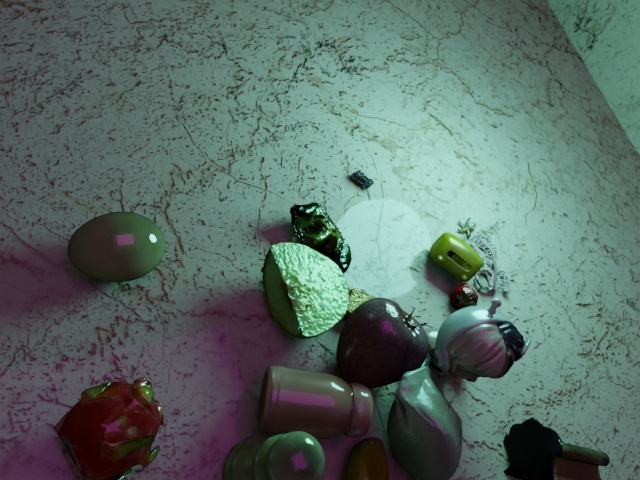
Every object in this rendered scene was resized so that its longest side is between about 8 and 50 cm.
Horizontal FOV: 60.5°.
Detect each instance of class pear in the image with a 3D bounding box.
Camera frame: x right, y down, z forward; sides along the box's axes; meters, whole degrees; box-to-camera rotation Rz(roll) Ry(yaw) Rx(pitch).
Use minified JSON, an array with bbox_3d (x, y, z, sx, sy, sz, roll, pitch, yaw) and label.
[{"bbox_3d":[-0.037,0.149,1.641,0.239,0.139,0.288,-12,72,-33],"label":"pear"}]

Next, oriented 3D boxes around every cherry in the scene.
[{"bbox_3d":[0.173,0.304,1.590,0.261,0.221,0.307,38,96,-27],"label":"cherry"}]

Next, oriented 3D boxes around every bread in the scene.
[{"bbox_3d":[0.154,0.225,1.738,0.187,0.065,0.103,19,55,-14],"label":"bread"}]

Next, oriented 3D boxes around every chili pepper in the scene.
[{"bbox_3d":[-0.002,0.007,1.765,0.148,0.116,0.265,-22,75,-45],"label":"chili pepper"}]

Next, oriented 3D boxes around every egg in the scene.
[{"bbox_3d":[-0.533,0.017,1.445,0.241,0.186,0.186,-2,65,-20],"label":"egg"}]

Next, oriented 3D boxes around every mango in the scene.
[{"bbox_3d":[0.129,0.628,1.487,0.130,0.092,0.195,30,50,-6],"label":"mango"}]

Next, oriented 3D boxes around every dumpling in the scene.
[{"bbox_3d":[0.288,0.524,1.545,0.211,0.321,0.270,6,29,-5],"label":"dumpling"}]

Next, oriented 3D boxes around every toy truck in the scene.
[{"bbox_3d":[0.151,-0.220,1.992,0.083,0.044,0.039,37,33,-4],"label":"toy truck"}]

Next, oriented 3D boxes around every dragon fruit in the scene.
[{"bbox_3d":[-0.466,0.427,1.248,0.227,0.224,0.224,-18,72,-34],"label":"dragon fruit"}]

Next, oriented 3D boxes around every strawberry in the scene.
[{"bbox_3d":[0.500,0.198,1.905,0.106,0.106,0.106,11,59,-20],"label":"strawberry"}]

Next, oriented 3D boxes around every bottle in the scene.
[{"bbox_3d":[-0.013,0.440,1.468,0.296,0.206,0.173,9,60,-10],"label":"bottle"}]

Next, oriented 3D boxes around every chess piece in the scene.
[{"bbox_3d":[-0.101,0.530,1.283,0.182,0.330,0.183,12,60,-21],"label":"chess piece"}]

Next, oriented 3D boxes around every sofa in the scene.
[{"bbox_3d":[0.709,0.649,1.657,0.199,0.258,0.182,19,71,-15],"label":"sofa"}]

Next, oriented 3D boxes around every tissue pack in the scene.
[{"bbox_3d":[0.477,0.061,1.930,0.178,0.123,0.127,38,14,-3],"label":"tissue pack"}]

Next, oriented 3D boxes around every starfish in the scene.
[{"bbox_3d":[0.559,-0.047,2.103,0.091,0.028,0.078,-14,64,-28],"label":"starfish"}]

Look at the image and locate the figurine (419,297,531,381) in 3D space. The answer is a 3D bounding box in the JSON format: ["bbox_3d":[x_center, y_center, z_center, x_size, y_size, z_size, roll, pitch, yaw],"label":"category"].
[{"bbox_3d":[0.418,0.317,1.640,0.253,0.361,0.211,-17,81,-32],"label":"figurine"}]

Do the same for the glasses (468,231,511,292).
[{"bbox_3d":[0.632,0.076,2.033,0.162,0.095,0.256,-5,68,-37],"label":"glasses"}]
